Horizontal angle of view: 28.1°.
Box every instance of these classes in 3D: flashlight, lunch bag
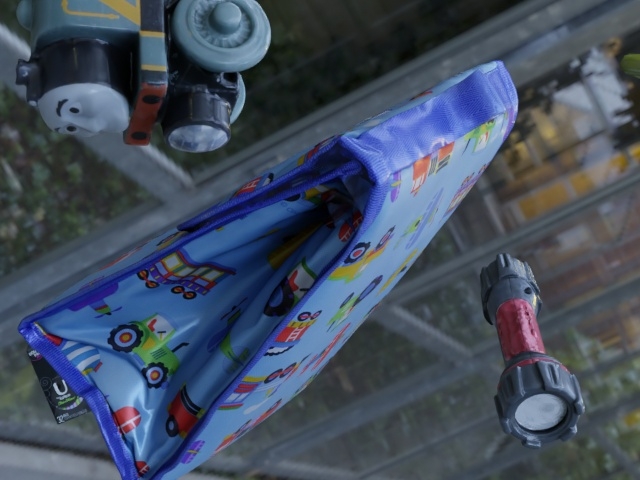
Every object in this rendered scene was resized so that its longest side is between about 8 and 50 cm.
[{"bbox_3d":[0.252,0.124,1.592,0.103,0.103,0.304,32,27,-20],"label":"flashlight"},{"bbox_3d":[0.000,0.000,0.777,0.138,0.293,0.221,54,32,4],"label":"lunch bag"}]

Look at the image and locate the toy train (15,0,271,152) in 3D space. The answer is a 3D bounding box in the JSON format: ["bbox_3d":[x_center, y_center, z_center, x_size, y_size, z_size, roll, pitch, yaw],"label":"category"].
[{"bbox_3d":[-0.148,-0.224,1.022,0.142,0.190,0.334,124,-35,-62],"label":"toy train"}]

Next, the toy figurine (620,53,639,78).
[{"bbox_3d":[0.281,0.042,0.411,0.191,0.362,0.217,0,91,-45],"label":"toy figurine"}]

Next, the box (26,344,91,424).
[{"bbox_3d":[-0.251,0.131,1.283,0.052,0.062,0.083,-153,-138,-79],"label":"box"}]
